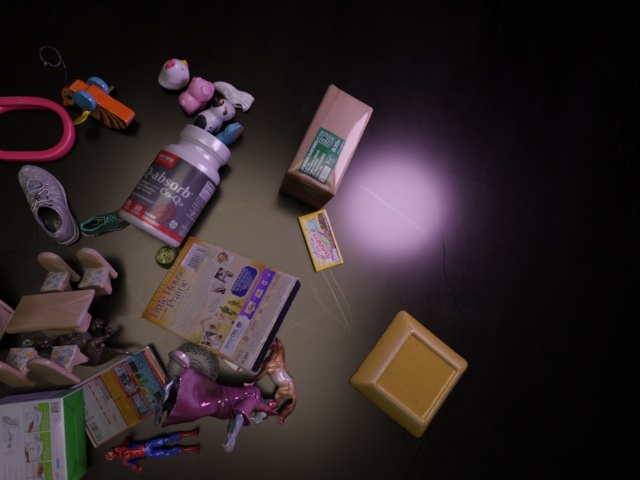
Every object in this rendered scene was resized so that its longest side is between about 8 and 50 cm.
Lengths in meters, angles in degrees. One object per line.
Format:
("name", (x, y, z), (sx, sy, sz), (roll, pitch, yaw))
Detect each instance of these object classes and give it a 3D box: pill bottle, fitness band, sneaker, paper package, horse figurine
("pill bottle", (-0.459, -0.177, 1.407), (0.210, 0.210, 0.362), (30, 79, -5))
("fitness band", (-0.961, -0.359, 1.423), (0.291, 0.054, 0.208), (-3, 87, -9))
("sneaker", (-0.700, -0.058, 1.419), (0.167, 0.076, 0.064), (-25, 89, -12))
("sneaker", (-0.317, -0.514, 1.551), (0.152, 0.054, 0.061), (24, 83, -7))
("paper package", (0.010, -0.295, 1.453), (0.168, 0.309, 0.324), (26, 81, -6))
("sneaker", (-0.862, -0.122, 1.377), (0.105, 0.115, 0.281), (-33, 90, -12))
("horse figurine", (-0.156, 0.478, 1.461), (0.175, 0.066, 0.263), (-29, 87, -6))

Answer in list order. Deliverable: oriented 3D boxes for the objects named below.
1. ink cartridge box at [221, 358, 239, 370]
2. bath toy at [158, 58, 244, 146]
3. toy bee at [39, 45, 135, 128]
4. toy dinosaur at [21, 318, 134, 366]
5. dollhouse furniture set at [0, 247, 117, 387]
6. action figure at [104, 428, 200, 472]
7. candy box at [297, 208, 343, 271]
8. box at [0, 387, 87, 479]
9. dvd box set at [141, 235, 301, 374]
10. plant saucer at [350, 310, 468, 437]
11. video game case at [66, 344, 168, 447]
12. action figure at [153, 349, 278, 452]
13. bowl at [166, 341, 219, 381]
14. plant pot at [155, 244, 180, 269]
("ink cartridge box", (-0.259, 0.351, 1.397), (0.060, 0.180, 0.104), (43, 79, -4))
("bath toy", (-0.413, -0.486, 1.492), (0.151, 0.129, 0.348), (-41, 91, -17))
("toy bee", (-0.768, -0.474, 1.436), (0.298, 0.162, 0.195), (56, 46, -13))
("toy dinosaur", (-0.739, 0.326, 1.365), (0.314, 0.121, 0.160), (19, 93, -12))
("dollhouse furniture set", (-0.845, 0.184, 1.202), (0.395, 0.256, 0.362), (-6, 50, 7))
("action figure", (-0.525, 0.653, 1.342), (0.281, 0.139, 0.091), (-5, 83, -8))
("candy box", (0.000, 0.000, 1.562), (0.105, 0.027, 0.205), (-19, 87, -8))
("box", (-0.837, 0.591, 1.281), (0.231, 0.127, 0.261), (-6, 86, -3))
("dvd box set", (-0.309, 0.186, 1.352), (0.421, 0.062, 0.307), (18, 69, 21))
("plant saucer", (0.330, 0.475, 1.540), (0.333, 0.081, 0.332), (39, 79, -3))
("video game case", (-0.628, 0.492, 1.385), (0.285, 0.025, 0.204), (-29, 89, -7))
("action figure", (-0.306, 0.491, 1.347), (0.370, 0.248, 0.275), (9, 71, -24))
("bowl", (-0.417, 0.420, 1.413), (0.170, 0.080, 0.170), (1, 84, -9))
("plant pot", (-0.510, 0.053, 1.438), (0.083, 0.079, 0.083), (1, 83, -9))
